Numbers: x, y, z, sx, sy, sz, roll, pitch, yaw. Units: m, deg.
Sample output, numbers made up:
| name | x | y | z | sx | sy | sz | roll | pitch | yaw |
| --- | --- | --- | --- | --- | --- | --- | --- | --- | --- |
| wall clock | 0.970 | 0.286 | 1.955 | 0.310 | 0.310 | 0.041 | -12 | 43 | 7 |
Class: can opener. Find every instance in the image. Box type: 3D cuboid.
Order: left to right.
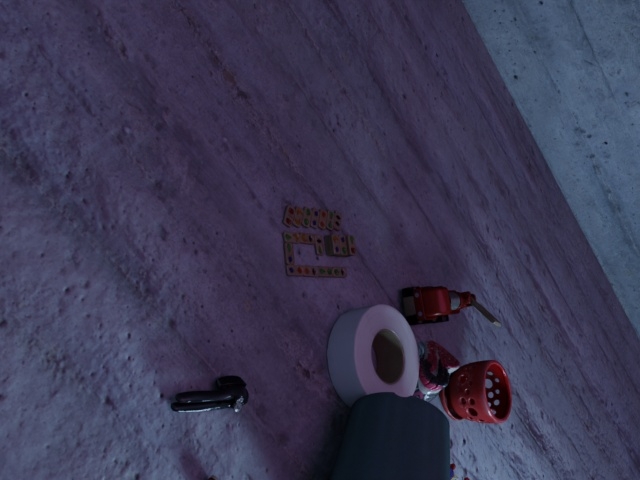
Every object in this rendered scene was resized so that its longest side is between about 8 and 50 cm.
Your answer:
| name | x | y | z | sx | sy | sz | roll | pitch | yaw |
| --- | --- | --- | --- | --- | --- | --- | --- | --- | --- |
| can opener | -0.227 | 0.331 | 1.228 | 0.186 | 0.073 | 0.059 | 0 | 116 | -45 |

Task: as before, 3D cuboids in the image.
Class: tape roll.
| name | x | y | z | sx | sy | sz | roll | pitch | yaw |
| --- | --- | --- | --- | --- | --- | --- | --- | --- | --- |
| tape roll | 0.149 | 0.320 | 1.601 | 0.286 | 0.100 | 0.286 | 19 | 63 | -43 |

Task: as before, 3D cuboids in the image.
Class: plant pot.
| name | x | y | z | sx | sy | sz | roll | pitch | yaw |
| --- | --- | --- | --- | --- | --- | --- | --- | --- | --- |
| plant pot | 0.166 | 0.568 | 1.390 | 0.341 | 0.341 | 0.334 | 47 | 39 | -27 |
| plant pot | 0.486 | 0.481 | 1.861 | 0.191 | 0.174 | 0.191 | 18 | 64 | -42 |

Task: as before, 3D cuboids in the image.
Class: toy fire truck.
| name | x | y | z | sx | sy | sz | roll | pitch | yaw |
| --- | --- | --- | --- | --- | --- | --- | --- | --- | --- |
| toy fire truck | 0.407 | 0.205 | 1.811 | 0.217 | 0.246 | 0.158 | 5 | 73 | -47 |

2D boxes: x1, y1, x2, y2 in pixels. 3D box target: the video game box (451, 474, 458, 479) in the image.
| name | x | y | z | sx | sy | sz | roll | pitch | yaw |
| --- | --- | --- | --- | --- | --- | --- | --- | --- | --- |
| video game box | 0.310 | 0.723 | 1.683 | 0.205 | 0.048 | 0.187 | 45 | 51 | -28 |

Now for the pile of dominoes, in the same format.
| name | x | y | z | sx | sy | sz | roll | pitch | yaw |
| --- | --- | --- | --- | --- | --- | --- | --- | --- | --- |
| pile of dominoes | 0.000 | 0.000 | 1.591 | 0.251 | 0.040 | 0.196 | 5 | 74 | -47 |

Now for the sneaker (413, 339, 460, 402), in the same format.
| name | x | y | z | sx | sy | sz | roll | pitch | yaw |
| --- | --- | --- | --- | --- | --- | --- | --- | --- | --- |
| sneaker | 0.331 | 0.394 | 1.777 | 0.121 | 0.112 | 0.299 | 38 | 22 | 15 |

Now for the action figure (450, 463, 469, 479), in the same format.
| name | x | y | z | sx | sy | sz | roll | pitch | yaw |
| --- | --- | --- | --- | --- | --- | --- | --- | --- | --- |
| action figure | 0.318 | 0.689 | 1.570 | 0.091 | 0.139 | 0.280 | 40 | 4 | 23 |

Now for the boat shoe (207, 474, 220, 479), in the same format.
| name | x | y | z | sx | sy | sz | roll | pitch | yaw |
| --- | --- | --- | --- | --- | --- | --- | --- | --- | --- |
| boat shoe | -0.196 | 0.540 | 1.185 | 0.043 | 0.049 | 0.137 | -39 | 104 | -44 |
